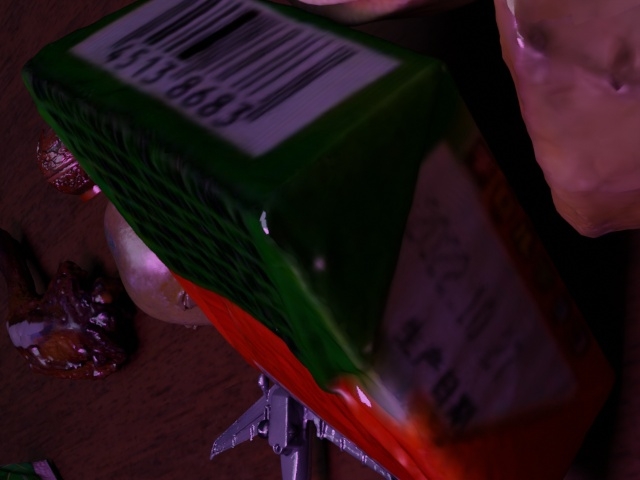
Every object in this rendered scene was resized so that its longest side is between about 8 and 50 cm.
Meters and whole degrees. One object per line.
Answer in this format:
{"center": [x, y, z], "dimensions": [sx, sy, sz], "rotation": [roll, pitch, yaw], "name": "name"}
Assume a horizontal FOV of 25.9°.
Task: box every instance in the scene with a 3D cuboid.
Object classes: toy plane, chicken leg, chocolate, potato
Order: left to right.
{"center": [-0.340, 0.085, 1.720], "dimensions": [0.407, 0.095, 0.158], "rotation": [25, 113, 57], "name": "chicken leg"}
{"center": [-0.155, -0.007, 1.382], "dimensions": [0.182, 0.117, 0.202], "rotation": [-27, 74, 60], "name": "potato"}
{"center": [-0.020, 0.165, 1.249], "dimensions": [0.226, 0.058, 0.226], "rotation": [-1, 96, 42], "name": "toy plane"}
{"center": [0.000, 0.000, 0.952], "dimensions": [0.360, 0.161, 0.341], "rotation": [32, 161, 52], "name": "chocolate"}

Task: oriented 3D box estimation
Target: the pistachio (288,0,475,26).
{"center": [0.032, -0.248, 0.920], "dimensions": [0.309, 0.229, 0.230], "rotation": [19, 112, 53], "name": "pistachio"}

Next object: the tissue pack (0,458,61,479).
{"center": [-0.389, 0.410, 1.800], "dimensions": [0.209, 0.156, 0.148], "rotation": [48, 132, 44], "name": "tissue pack"}

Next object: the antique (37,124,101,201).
{"center": [-0.269, -0.099, 1.558], "dimensions": [0.104, 0.104, 0.104], "rotation": [17, 110, 56], "name": "antique"}

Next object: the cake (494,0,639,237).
{"center": [0.245, -0.166, 0.598], "dimensions": [0.321, 0.332, 0.332], "rotation": [-4, 93, 21], "name": "cake"}
